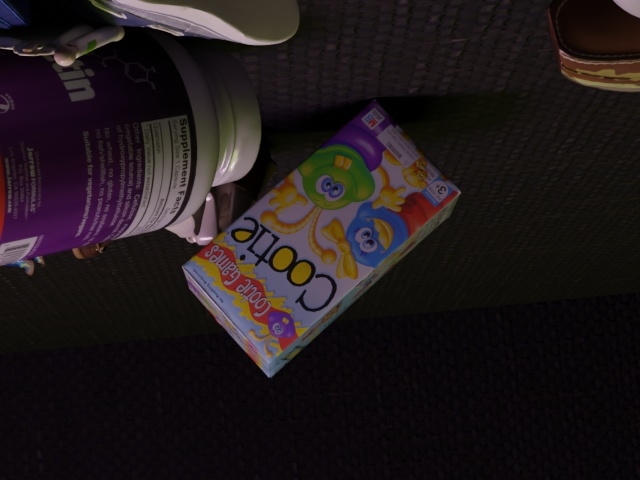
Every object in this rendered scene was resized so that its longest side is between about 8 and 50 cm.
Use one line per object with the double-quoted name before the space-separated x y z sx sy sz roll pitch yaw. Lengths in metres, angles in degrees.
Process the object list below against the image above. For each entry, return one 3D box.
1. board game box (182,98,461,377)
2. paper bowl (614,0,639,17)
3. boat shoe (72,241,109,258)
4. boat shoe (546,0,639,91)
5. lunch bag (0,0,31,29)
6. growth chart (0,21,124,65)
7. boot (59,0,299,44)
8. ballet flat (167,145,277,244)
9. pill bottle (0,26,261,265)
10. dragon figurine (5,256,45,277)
"board game box" 0.000 0.000 1.914 0.275 0.142 0.144 -42 173 -8
"paper bowl" 0.278 -0.234 1.139 0.284 0.148 0.284 -7 170 -1
"boat shoe" -0.283 -0.022 2.198 0.073 0.073 0.207 -4 170 2
"boat shoe" 0.345 -0.211 1.425 0.324 0.123 0.120 -14 165 -1
"lunch bag" -0.247 -0.191 1.294 0.065 0.067 0.098 -6 173 8
"growth chart" -0.274 -0.157 1.388 0.237 0.021 0.172 0 -166 15
"boot" -0.112 -0.194 1.394 0.190 0.069 0.086 13 167 -39
"ballet flat" -0.137 -0.062 1.917 0.116 0.124 0.342 -6 170 16
"pill bottle" -0.215 -0.084 1.500 0.323 0.181 0.181 -14 177 -37
"dragon figurine" -0.424 -0.001 2.200 0.144 0.085 0.289 -2 171 -21
